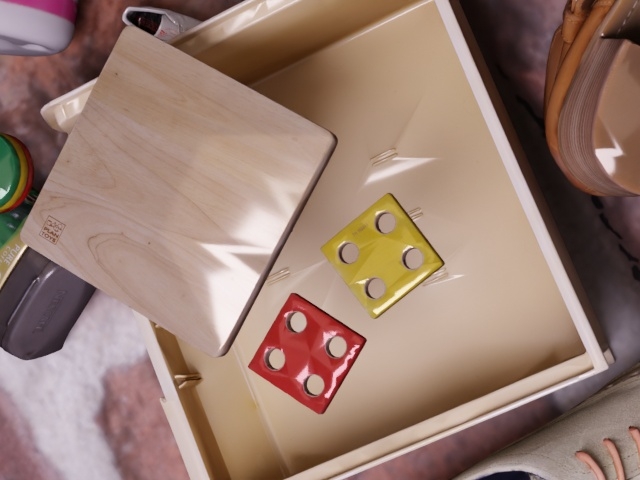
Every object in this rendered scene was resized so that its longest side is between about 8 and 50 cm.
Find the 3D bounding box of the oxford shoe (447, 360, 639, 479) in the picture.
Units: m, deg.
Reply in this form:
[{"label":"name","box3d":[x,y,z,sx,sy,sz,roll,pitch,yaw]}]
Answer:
[{"label":"oxford shoe","box3d":[0.172,0.139,0.822,0.397,0.146,0.140,-33,77,3]}]

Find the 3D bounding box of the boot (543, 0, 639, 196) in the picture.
[{"label":"boot","box3d":[0.201,-0.152,0.801,0.109,0.220,0.283,22,98,-3]}]

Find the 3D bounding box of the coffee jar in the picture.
[{"label":"coffee jar","box3d":[-0.220,-0.011,0.988,0.184,0.079,0.096,39,110,15]}]

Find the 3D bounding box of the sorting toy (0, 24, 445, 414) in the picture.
[{"label":"sorting toy","box3d":[-0.064,-0.022,0.834,0.274,0.046,0.132,29,96,16]}]

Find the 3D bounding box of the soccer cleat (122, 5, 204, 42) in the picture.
[{"label":"soccer cleat","box3d":[-0.086,-0.128,0.978,0.083,0.035,0.029,23,94,16]}]

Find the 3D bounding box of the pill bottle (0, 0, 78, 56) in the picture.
[{"label":"pill bottle","box3d":[-0.214,-0.265,0.956,0.160,0.160,0.283,7,90,17]}]

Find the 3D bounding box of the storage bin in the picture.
[{"label":"storage bin","box3d":[0.000,0.000,0.902,0.260,0.123,0.262,-25,81,14]}]
